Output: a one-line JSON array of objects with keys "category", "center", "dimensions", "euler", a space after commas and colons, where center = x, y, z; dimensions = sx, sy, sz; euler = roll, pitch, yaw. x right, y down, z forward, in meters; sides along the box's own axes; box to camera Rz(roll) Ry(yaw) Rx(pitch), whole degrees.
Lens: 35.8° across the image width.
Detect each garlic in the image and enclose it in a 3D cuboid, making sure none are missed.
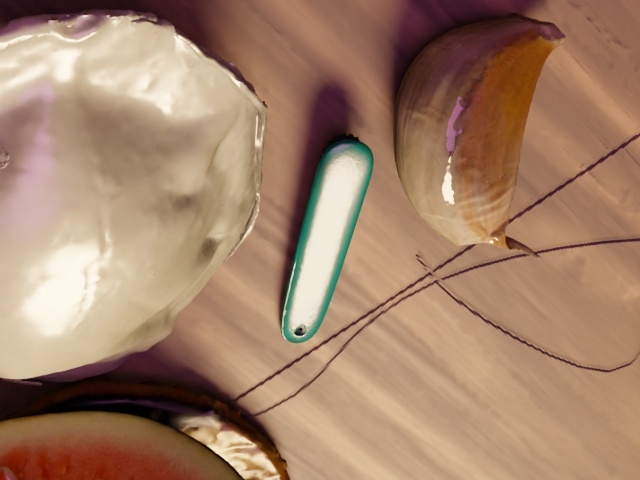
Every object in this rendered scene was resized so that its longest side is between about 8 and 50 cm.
[{"category": "garlic", "center": [0.119, -0.066, 0.748], "dimensions": [0.129, 0.090, 0.198], "euler": [-10, 110, -19]}]

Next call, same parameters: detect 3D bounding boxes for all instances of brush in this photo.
[{"category": "brush", "center": [0.000, 0.000, 0.787], "dimensions": [0.043, 0.032, 0.193], "euler": [6, 124, -16]}]

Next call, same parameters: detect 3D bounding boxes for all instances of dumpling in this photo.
[{"category": "dumpling", "center": [-0.156, -0.014, 0.672], "dimensions": [0.260, 0.181, 0.341], "euler": [-16, 122, -12]}]

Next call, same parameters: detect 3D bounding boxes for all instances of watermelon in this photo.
[{"category": "watermelon", "center": [-0.197, 0.229, 0.746], "dimensions": [0.304, 0.159, 0.128], "euler": [-3, 141, -18]}]

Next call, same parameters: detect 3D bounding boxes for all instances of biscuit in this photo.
[{"category": "biscuit", "center": [-0.174, 0.261, 0.852], "dimensions": [0.318, 0.040, 0.317], "euler": [-5, 112, -11]}]
